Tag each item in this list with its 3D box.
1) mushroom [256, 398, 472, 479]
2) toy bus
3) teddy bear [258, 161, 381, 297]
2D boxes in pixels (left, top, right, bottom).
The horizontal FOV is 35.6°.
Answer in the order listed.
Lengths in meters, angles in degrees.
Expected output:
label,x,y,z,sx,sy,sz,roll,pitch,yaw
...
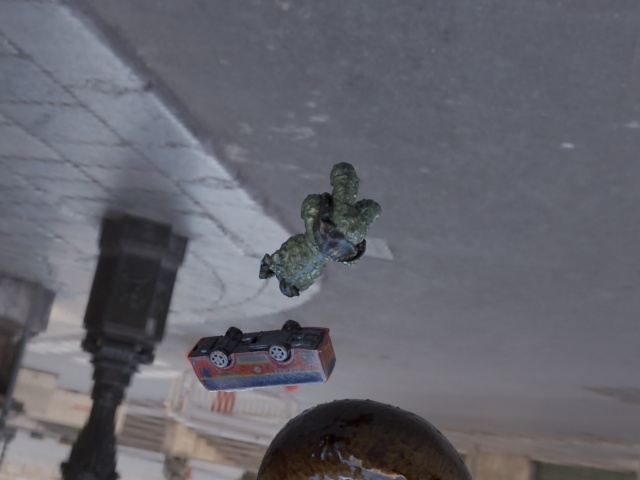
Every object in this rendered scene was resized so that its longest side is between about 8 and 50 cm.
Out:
label,x,y,z,sx,sy,sz,roll,pitch,yaw
mushroom,0.039,0.422,1.468,0.331,0.356,0.334,3,130,44
toy bus,-0.077,0.157,1.319,0.192,0.077,0.065,-8,-157,22
teddy bear,0.013,-0.001,1.455,0.133,0.213,0.111,48,167,-26
